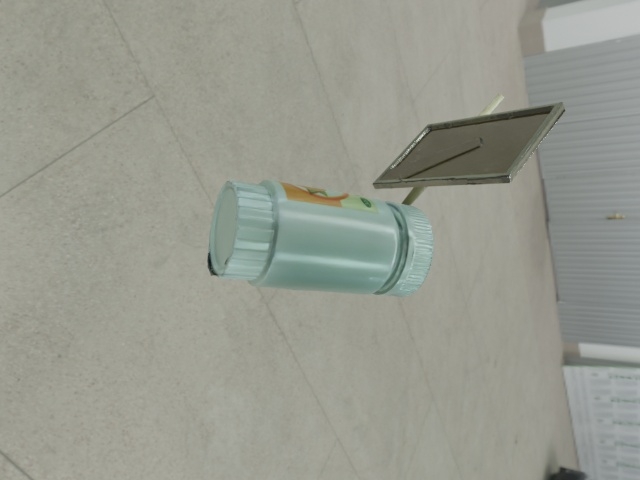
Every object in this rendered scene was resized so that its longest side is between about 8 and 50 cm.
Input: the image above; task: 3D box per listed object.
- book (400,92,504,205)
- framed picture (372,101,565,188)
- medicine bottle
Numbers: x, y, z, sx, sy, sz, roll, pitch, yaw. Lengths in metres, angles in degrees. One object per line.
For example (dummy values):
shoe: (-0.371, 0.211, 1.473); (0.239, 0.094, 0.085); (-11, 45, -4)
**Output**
book: (0.222, -0.144, 0.909); (0.241, 0.018, 0.170); (-46, 174, -24)
framed picture: (0.131, -0.085, 0.472); (0.109, 0.149, 0.011); (-45, 118, -27)
medicine bottle: (0.000, 0.000, 0.784); (0.318, 0.158, 0.158); (7, 83, -27)
